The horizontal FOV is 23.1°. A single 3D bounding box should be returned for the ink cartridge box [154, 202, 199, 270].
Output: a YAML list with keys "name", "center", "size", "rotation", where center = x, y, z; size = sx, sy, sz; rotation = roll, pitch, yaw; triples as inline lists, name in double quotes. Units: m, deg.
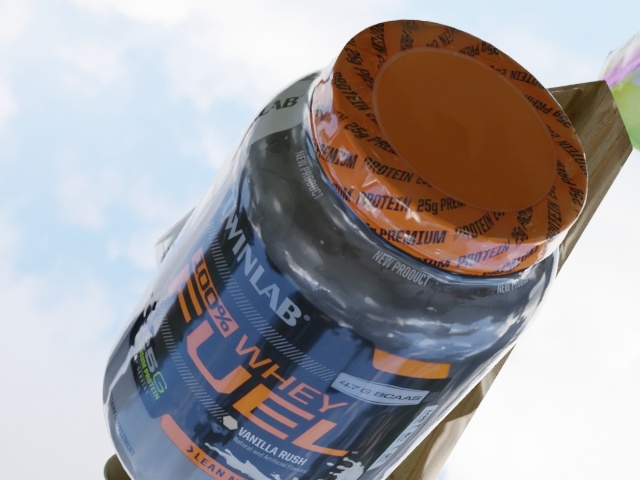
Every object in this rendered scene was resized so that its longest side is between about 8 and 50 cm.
- name: "ink cartridge box"
  center: [0.000, 0.000, 1.664]
  size: [0.211, 0.289, 0.121]
  rotation: [38, -159, -32]

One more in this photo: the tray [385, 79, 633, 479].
- name: "tray"
  center: [0.054, 0.030, 1.124]
  size: [0.203, 0.076, 0.411]
  rotation: [-5, -146, 38]

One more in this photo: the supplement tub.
- name: "supplement tub"
  center: [0.005, 0.019, 0.552]
  size: [0.117, 0.190, 0.117]
  rotation: [16, -133, -18]

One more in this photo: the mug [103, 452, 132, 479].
- name: "mug"
  center: [-0.140, 0.214, 1.290]
  size: [0.078, 0.064, 0.062]
  rotation: [3, -149, -2]

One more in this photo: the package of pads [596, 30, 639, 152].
- name: "package of pads"
  center: [0.448, -0.126, 1.625]
  size: [0.297, 0.229, 0.101]
  rotation: [31, -114, -8]
